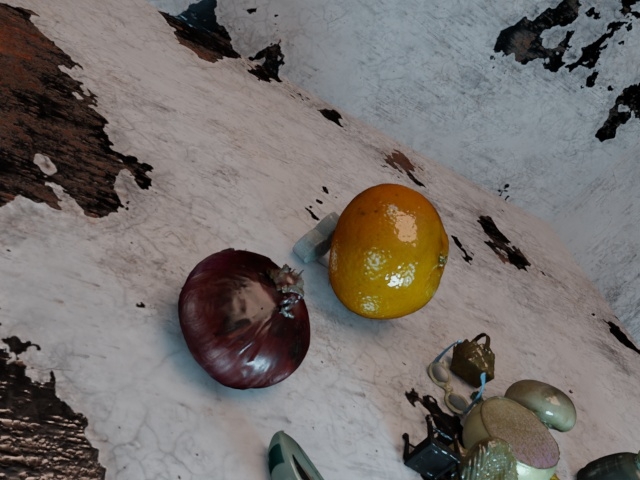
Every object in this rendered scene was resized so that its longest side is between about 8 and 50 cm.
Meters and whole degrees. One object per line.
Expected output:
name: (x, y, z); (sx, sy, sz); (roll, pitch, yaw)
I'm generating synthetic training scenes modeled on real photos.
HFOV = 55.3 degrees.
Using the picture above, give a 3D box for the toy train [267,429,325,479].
toy train: (0.004, 0.557, 1.183); (0.088, 0.086, 0.407); (-13, 57, -50)

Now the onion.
onion: (-0.143, 0.159, 1.383); (0.348, 0.285, 0.347); (34, 34, -28)

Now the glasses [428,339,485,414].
glasses: (0.395, 0.398, 1.801); (0.088, 0.220, 0.189); (-19, 55, -14)

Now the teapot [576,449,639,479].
teapot: (0.936, 0.766, 1.851); (0.239, 0.239, 0.322); (49, 30, 19)

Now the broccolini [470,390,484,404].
broccolini: (0.516, 0.535, 1.910); (0.035, 0.030, 0.139); (-1, 51, -40)

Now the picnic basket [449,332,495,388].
picnic basket: (0.507, 0.377, 2.015); (0.138, 0.128, 0.178); (38, 44, -9)

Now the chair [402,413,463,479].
chair: (0.280, 0.560, 1.490); (0.113, 0.106, 0.229); (33, 27, -14)

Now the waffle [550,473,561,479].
waffle: (0.659, 0.737, 1.751); (0.261, 0.056, 0.250); (48, 28, 20)

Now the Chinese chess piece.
Chinese chess piece: (0.538, 0.572, 1.730); (0.270, 0.112, 0.270); (20, 27, -11)

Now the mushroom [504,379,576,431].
mushroom: (0.702, 0.546, 1.960); (0.227, 0.226, 0.178); (27, 70, -22)

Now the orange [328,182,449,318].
orange: (0.213, 0.040, 1.845); (0.327, 0.423, 0.424); (15, 20, 21)

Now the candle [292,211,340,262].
candle: (0.000, 0.000, 1.949); (0.068, 0.192, 0.168); (46, -16, 14)

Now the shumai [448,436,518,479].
shumai: (0.396, 0.595, 1.556); (0.162, 0.209, 0.153); (24, -13, -19)
